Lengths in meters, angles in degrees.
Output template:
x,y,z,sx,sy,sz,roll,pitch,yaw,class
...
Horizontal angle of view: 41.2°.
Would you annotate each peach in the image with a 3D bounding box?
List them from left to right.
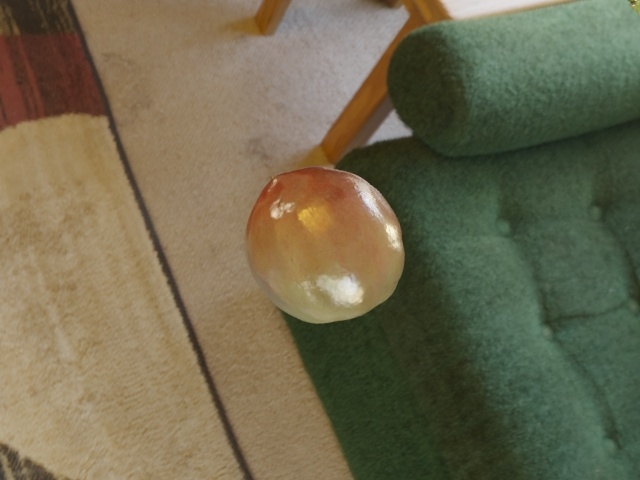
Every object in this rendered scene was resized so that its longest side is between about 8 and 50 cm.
x,y,z,sx,sy,sz,roll,pitch,yaw,class
0.002,0.001,0.429,0.083,0.083,0.083,9,63,-18,peach

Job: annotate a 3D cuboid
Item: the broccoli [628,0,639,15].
x,y,z,sx,sy,sz,roll,pitch,yaw,class
0.407,-0.256,0.742,0.281,0.293,0.347,45,14,19,broccoli
